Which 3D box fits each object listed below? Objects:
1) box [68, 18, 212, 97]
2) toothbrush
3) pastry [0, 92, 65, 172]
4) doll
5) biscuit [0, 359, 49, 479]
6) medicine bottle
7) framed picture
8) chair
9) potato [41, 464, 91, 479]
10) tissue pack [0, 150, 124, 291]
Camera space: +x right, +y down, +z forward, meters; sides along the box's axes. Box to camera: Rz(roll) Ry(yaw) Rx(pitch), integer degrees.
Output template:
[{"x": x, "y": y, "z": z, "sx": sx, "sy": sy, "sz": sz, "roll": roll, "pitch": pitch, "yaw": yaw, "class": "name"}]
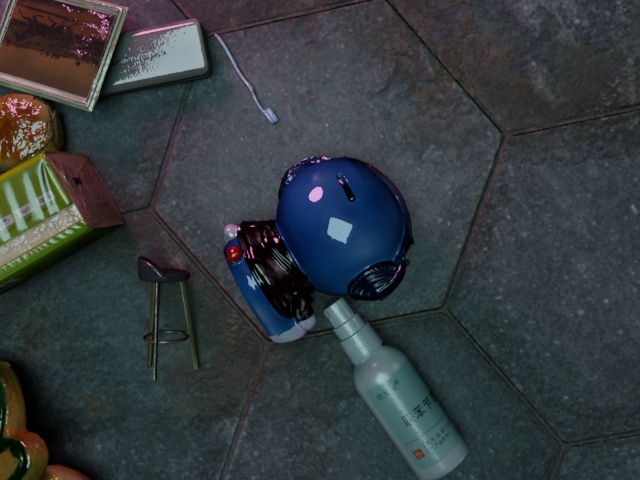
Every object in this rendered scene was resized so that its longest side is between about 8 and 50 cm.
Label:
[{"x": -0.321, "y": -0.323, "z": 1.401, "sx": 0.244, "sy": 0.055, "sz": 0.103, "roll": -10, "pitch": 93, "yaw": 4, "class": "box"}, {"x": -0.136, "y": -0.293, "z": 1.411, "sx": 0.019, "sy": 0.013, "sz": 0.193, "roll": -34, "pitch": 91, "yaw": -1, "class": "toothbrush"}, {"x": -0.539, "y": -0.194, "z": 1.412, "sx": 0.153, "sy": 0.081, "sz": 0.153, "roll": 1, "pitch": 94, "yaw": 8, "class": "pastry"}, {"x": 0.000, "y": 0.000, "z": 1.312, "sx": 0.310, "sy": 0.240, "sz": 0.284, "roll": -29, "pitch": 63, "yaw": 0, "class": "doll"}, {"x": -0.602, "y": 0.388, "z": 1.400, "sx": 0.287, "sy": 0.057, "sz": 0.343, "roll": 3, "pitch": 86, "yaw": 33, "class": "biscuit"}, {"x": 0.122, "y": 0.254, "z": 1.385, "sx": 0.110, "sy": 0.110, "sz": 0.351, "roll": -34, "pitch": 91, "yaw": 6, "class": "medicine bottle"}, {"x": -0.476, "y": -0.349, "z": 1.386, "sx": 0.252, "sy": 0.014, "sz": 0.197, "roll": 18, "pitch": 89, "yaw": 18, "class": "framed picture"}, {"x": -0.276, "y": 0.135, "z": 1.418, "sx": 0.095, "sy": 0.104, "sz": 0.221, "roll": -6, "pitch": 99, "yaw": -21, "class": "chair"}, {"x": -0.465, "y": 0.522, "z": 1.438, "sx": 0.234, "sy": 0.146, "sz": 0.150, "roll": 46, "pitch": 128, "yaw": 0, "class": "potato"}, {"x": -0.519, "y": -0.025, "z": 1.363, "sx": 0.275, "sy": 0.200, "sz": 0.167, "roll": -30, "pitch": 93, "yaw": 6, "class": "tissue pack"}]
